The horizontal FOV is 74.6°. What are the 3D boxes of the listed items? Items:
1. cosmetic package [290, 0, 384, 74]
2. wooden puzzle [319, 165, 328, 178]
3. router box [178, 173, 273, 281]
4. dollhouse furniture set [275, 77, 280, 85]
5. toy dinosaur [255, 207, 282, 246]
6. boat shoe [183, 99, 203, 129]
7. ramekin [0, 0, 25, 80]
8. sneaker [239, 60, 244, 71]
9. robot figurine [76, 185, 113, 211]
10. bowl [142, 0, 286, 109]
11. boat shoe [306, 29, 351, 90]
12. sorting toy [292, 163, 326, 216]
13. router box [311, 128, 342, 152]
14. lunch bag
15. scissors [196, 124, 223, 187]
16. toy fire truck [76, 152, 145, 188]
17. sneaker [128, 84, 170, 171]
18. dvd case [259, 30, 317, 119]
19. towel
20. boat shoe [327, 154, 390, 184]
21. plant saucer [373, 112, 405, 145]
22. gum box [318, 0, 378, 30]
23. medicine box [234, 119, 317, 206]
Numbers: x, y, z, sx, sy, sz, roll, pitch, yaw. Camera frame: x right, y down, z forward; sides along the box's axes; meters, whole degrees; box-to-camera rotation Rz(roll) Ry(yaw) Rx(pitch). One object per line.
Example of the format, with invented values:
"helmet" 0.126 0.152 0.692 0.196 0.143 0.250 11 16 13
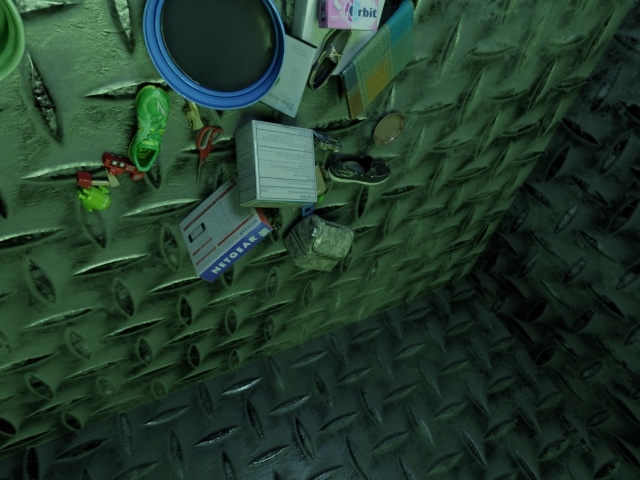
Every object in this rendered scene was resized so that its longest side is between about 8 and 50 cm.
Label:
"cosmetic package" 0.056 -0.738 1.370 0.284 0.097 0.378 -15 142 -27
"wooden puzzle" 0.015 -0.309 1.903 0.006 0.049 0.083 -41 147 -13
"router box" -0.389 -0.054 1.678 0.335 0.301 0.082 -39 144 10
"dollhouse furniture set" -0.144 -0.577 1.338 0.058 0.076 0.152 22 131 -6
"toy dinosaur" -0.288 -0.074 1.881 0.218 0.165 0.322 -5 161 -11
"boat shoe" -0.432 -0.425 1.410 0.045 0.050 0.135 -29 146 -15
"ramekin" -0.830 -0.504 0.915 0.303 0.148 0.304 -21 144 -16
"sneaker" -0.201 -0.616 1.307 0.146 0.105 0.296 -22 140 -7
"robot figurine" -0.783 -0.147 1.459 0.101 0.067 0.115 -49 144 3
"bowl" -0.293 -0.571 1.199 0.390 0.077 0.392 -2 133 -2
"boat shoe" 0.031 -0.597 1.382 0.081 0.069 0.228 14 126 -45
"sorting toy" -0.075 -0.246 1.915 0.195 0.047 0.348 -35 148 -7
"router box" 0.018 -0.412 1.742 0.122 0.092 0.038 1 134 -39
"lunch bag" 0.000 0.000 2.128 0.305 0.213 0.256 13 125 -45
"scissors" -0.444 -0.302 1.556 0.109 0.021 0.297 -28 158 -55
"toy fire truck" -0.710 -0.228 1.435 0.192 0.047 0.135 11 127 -46
"sneaker" -0.542 -0.350 1.351 0.109 0.124 0.296 -2 135 -36
"dvd case" -0.129 -0.557 1.401 0.022 0.180 0.253 -58 173 -51
"towel" 0.211 -0.646 1.526 0.370 0.040 0.271 -48 158 -8
"boat shoe" 0.200 -0.341 1.943 0.339 0.127 0.113 0 147 -25
"plant saucer" 0.308 -0.509 1.907 0.168 0.029 0.169 -22 144 -17
"gum box" 0.081 -0.698 1.272 0.188 0.062 0.107 -12 117 -27
"medicine box" -0.166 -0.276 1.576 0.263 0.290 0.149 -2 177 -38
